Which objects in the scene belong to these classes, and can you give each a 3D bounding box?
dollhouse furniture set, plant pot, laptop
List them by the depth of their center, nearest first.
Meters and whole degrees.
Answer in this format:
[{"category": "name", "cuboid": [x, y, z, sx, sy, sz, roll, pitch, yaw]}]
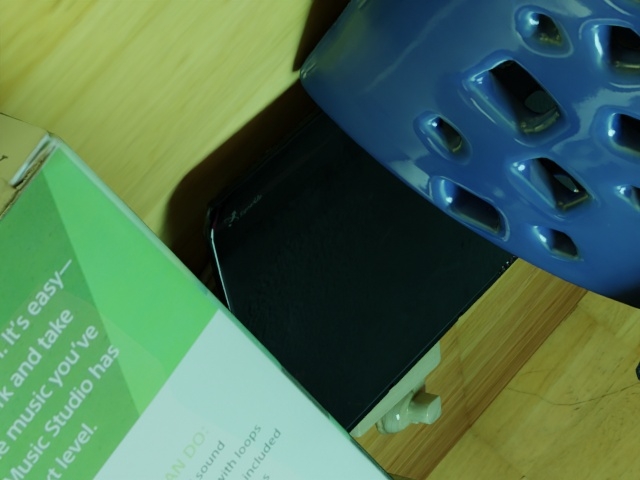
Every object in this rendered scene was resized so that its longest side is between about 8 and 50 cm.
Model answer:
[{"category": "plant pot", "cuboid": [0.167, -0.089, 0.639, 0.236, 0.212, 0.236, -43, 179, -27]}, {"category": "laptop", "cuboid": [0.000, 0.000, 0.839, 0.234, 0.136, 0.264, -42, -168, -31]}, {"category": "dollhouse furniture set", "cuboid": [0.002, 0.131, 1.305, 0.144, 0.123, 0.151, -37, 129, -47]}]

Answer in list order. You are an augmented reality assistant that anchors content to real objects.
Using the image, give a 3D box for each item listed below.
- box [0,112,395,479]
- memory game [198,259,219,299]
[{"category": "box", "cuboid": [-0.061, 0.149, 0.516, 0.232, 0.058, 0.322, -53, 131, -14]}, {"category": "memory game", "cuboid": [-0.029, 0.020, 0.858, 0.186, 0.012, 0.186, -47, 169, -12]}]
